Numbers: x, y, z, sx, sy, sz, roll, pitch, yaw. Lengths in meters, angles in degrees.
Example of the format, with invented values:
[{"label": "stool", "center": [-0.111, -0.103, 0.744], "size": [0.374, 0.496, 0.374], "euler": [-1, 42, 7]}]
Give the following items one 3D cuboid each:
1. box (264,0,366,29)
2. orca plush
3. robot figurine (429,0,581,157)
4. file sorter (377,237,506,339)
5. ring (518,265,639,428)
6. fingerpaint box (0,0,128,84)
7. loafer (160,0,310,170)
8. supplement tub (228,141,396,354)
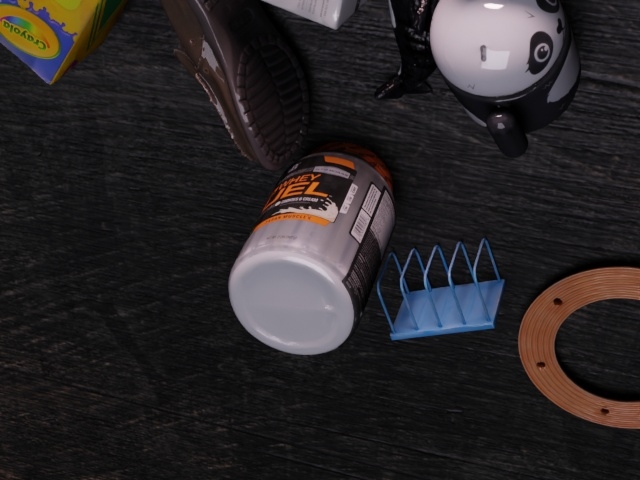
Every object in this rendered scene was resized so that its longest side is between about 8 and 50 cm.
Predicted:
[{"label": "box", "center": [-0.019, -0.401, 1.471], "size": [0.181, 0.119, 0.181], "euler": [24, 130, 13]}, {"label": "orca plush", "center": [0.119, -0.301, 1.526], "size": [0.151, 0.102, 0.287], "euler": [22, 130, 2]}, {"label": "robot figurine", "center": [0.241, -0.236, 1.444], "size": [0.173, 0.278, 0.209], "euler": [-39, 68, 7]}, {"label": "file sorter", "center": [0.187, 0.072, 1.781], "size": [0.170, 0.118, 0.105], "euler": [-10, 118, 25]}, {"label": "ring", "center": [0.485, 0.170, 1.809], "size": [0.336, 0.032, 0.337], "euler": [9, 127, 12]}, {"label": "fingerpaint box", "center": [-0.419, -0.496, 1.502], "size": [0.444, 0.163, 0.371], "euler": [39, 128, -4]}, {"label": "loafer", "center": [-0.132, -0.272, 1.637], "size": [0.130, 0.134, 0.366], "euler": [1, 120, 49]}, {"label": "supplement tub", "center": [0.000, 0.000, 1.658], "size": [0.193, 0.316, 0.194], "euler": [9, 127, 12]}]
